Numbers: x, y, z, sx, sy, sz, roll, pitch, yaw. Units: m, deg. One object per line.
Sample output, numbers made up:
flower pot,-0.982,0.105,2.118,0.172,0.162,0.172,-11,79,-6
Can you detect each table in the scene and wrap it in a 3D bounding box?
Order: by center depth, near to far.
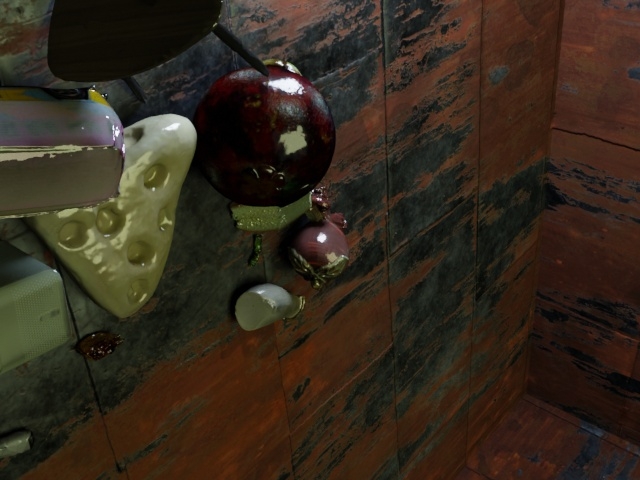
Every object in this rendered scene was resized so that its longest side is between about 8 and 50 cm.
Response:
table,-0.256,-0.382,1.323,0.317,0.317,0.249,-67,158,-1

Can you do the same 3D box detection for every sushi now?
sushi,-0.436,0.212,1.545,0.099,0.047,0.050,-28,133,-40

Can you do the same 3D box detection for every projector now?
projector,-0.546,0.120,1.238,0.242,0.177,0.163,-25,126,-43

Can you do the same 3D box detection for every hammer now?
hammer,-0.684,0.402,1.332,0.427,0.044,0.152,-4,111,-53

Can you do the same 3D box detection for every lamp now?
lamp,-0.011,0.005,1.928,0.215,0.151,0.223,61,16,-55

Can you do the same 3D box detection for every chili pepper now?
chili pepper,-0.151,0.025,1.845,0.027,0.022,0.083,-64,168,-77

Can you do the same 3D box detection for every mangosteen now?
mangosteen,-0.108,-0.213,1.554,0.311,0.311,0.311,-29,130,-41

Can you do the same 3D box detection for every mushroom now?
mushroom,-0.117,0.153,1.911,0.225,0.093,0.116,-12,133,-60

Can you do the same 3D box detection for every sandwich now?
sandwich,-0.088,-0.099,1.800,0.258,0.096,0.094,-38,141,-31

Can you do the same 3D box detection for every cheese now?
cheese,-0.343,-0.036,1.459,0.351,0.129,0.328,-41,135,-30

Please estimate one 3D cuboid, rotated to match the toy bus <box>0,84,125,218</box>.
toy bus,-0.464,-0.119,1.140,0.386,0.162,0.171,-10,138,-39
